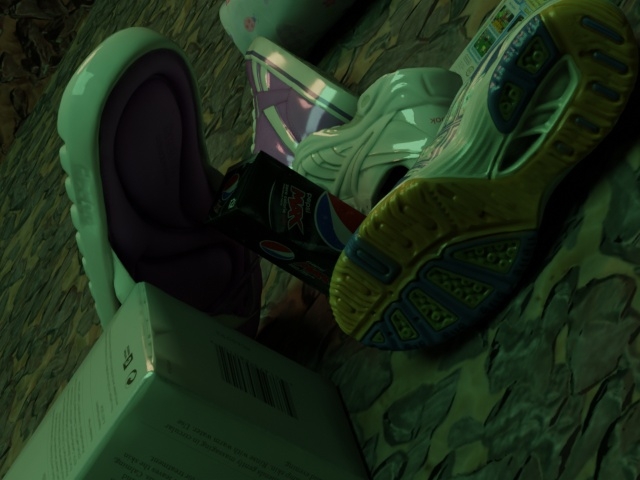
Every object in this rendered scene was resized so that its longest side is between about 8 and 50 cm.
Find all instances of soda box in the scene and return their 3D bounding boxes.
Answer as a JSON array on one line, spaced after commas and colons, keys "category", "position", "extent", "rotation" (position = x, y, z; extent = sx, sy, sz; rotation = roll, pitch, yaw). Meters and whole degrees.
[{"category": "soda box", "position": [0.000, 0.000, 1.029], "extent": [0.060, 0.169, 0.053], "rotation": [-20, 44, 57]}]

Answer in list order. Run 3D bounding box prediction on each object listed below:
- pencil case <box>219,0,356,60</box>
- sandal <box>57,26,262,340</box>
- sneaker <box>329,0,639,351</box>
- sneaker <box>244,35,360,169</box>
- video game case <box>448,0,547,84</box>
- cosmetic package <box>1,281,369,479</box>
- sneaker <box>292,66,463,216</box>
[{"category": "pencil case", "position": [0.007, -0.302, 1.469], "extent": [0.124, 0.113, 0.273], "rotation": [-17, -21, -51]}, {"category": "sandal", "position": [-0.106, 0.012, 1.084], "extent": [0.102, 0.416, 0.169], "rotation": [26, 64, 28]}, {"category": "sneaker", "position": [0.119, -0.046, 0.957], "extent": [0.296, 0.112, 0.131], "rotation": [-50, 6, 18]}, {"category": "sneaker", "position": [-0.046, -0.110, 1.361], "extent": [0.161, 0.102, 0.282], "rotation": [-59, 22, 9]}, {"category": "video game case", "position": [0.152, -0.142, 1.082], "extent": [0.143, 0.019, 0.157], "rotation": [-52, 22, 17]}, {"category": "cosmetic package", "position": [-0.153, 0.243, 1.023], "extent": [0.365, 0.197, 0.155], "rotation": [-52, 23, 14]}, {"category": "sneaker", "position": [0.043, -0.047, 1.111], "extent": [0.232, 0.090, 0.115], "rotation": [135, 133, -57]}]
